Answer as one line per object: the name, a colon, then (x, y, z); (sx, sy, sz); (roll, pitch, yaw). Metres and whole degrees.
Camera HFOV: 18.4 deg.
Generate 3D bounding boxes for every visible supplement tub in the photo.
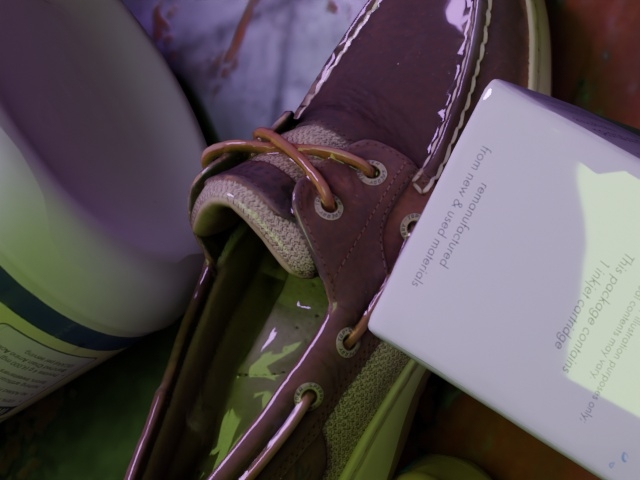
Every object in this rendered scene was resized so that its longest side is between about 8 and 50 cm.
supplement tub: (-0.238, 0.005, 1.007); (0.325, 0.235, 0.235); (-31, 72, 21)

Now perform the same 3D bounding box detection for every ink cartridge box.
ink cartridge box: (0.220, 0.075, 0.785); (0.353, 0.207, 0.119); (32, 101, 24)

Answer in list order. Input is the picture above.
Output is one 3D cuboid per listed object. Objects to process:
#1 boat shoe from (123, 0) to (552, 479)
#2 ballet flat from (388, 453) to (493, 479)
boat shoe: (0.000, 0.000, 0.917); (0.123, 0.123, 0.342); (18, 80, 43)
ballet flat: (0.079, 0.211, 0.919); (0.080, 0.073, 0.232); (-30, 73, 19)
